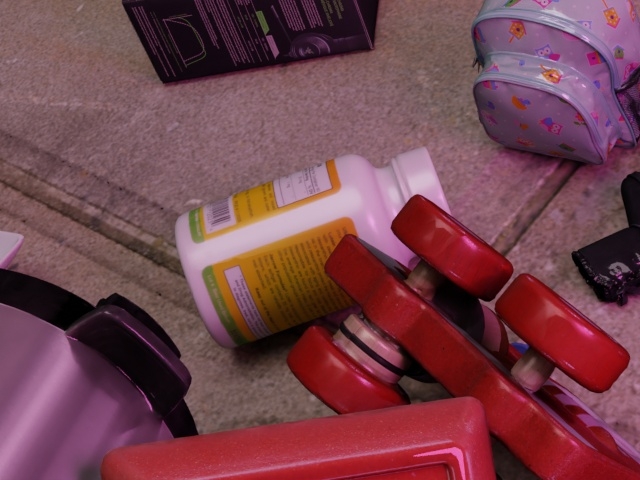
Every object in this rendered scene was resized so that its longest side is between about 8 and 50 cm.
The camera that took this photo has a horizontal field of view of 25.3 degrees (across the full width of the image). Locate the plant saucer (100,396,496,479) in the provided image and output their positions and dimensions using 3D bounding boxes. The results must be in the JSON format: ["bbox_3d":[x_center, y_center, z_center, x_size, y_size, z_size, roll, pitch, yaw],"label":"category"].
[{"bbox_3d":[0.004,0.243,0.902,0.258,0.048,0.259,-7,84,-9],"label":"plant saucer"}]

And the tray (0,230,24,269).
[{"bbox_3d":[-0.429,0.040,1.524,0.270,0.030,0.145,9,53,44],"label":"tray"}]

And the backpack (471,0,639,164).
[{"bbox_3d":[0.225,-0.170,1.361,0.166,0.188,0.144,17,58,33],"label":"backpack"}]

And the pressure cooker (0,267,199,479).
[{"bbox_3d":[-0.284,0.228,1.063,0.370,0.375,0.420,4,30,12],"label":"pressure cooker"}]

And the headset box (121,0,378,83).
[{"bbox_3d":[-0.060,-0.331,1.670,0.283,0.131,0.246,-8,47,16],"label":"headset box"}]

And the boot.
[{"bbox_3d":[0.274,-0.002,1.290,0.099,0.045,0.121,-29,46,0],"label":"boot"}]

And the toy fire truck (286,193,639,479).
[{"bbox_3d":[0.138,0.112,1.106,0.169,0.254,0.302,-53,47,4],"label":"toy fire truck"}]

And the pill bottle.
[{"bbox_3d":[0.000,0.000,1.336,0.246,0.136,0.136,-20,45,5],"label":"pill bottle"}]
